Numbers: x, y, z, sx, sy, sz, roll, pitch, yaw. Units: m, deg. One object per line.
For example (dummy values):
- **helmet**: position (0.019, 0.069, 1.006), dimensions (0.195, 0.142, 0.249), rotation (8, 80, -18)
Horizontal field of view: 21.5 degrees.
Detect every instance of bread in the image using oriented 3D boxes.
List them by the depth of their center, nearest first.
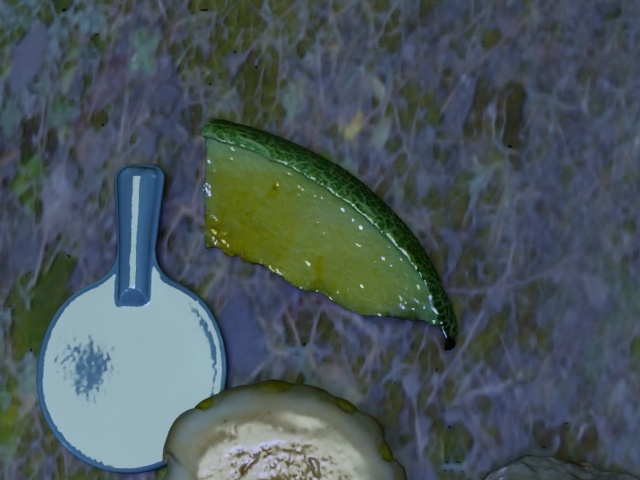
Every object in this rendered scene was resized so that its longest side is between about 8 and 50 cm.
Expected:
- **bread**: position (-0.029, 0.210, 1.235), dimensions (0.213, 0.105, 0.213), rotation (-2, 74, 7)

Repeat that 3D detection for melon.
- **melon**: position (0.001, 0.001, 1.307), dimensions (0.261, 0.053, 0.114), rotation (34, 92, 15)

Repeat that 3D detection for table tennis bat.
- **table tennis bat**: position (-0.147, 0.060, 1.323), dimensions (0.152, 0.040, 0.244), rotation (0, 81, 8)

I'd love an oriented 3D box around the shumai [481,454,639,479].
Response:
- **shumai**: position (0.187, 0.248, 1.189), dimensions (0.201, 0.201, 0.120), rotation (17, 122, 12)
